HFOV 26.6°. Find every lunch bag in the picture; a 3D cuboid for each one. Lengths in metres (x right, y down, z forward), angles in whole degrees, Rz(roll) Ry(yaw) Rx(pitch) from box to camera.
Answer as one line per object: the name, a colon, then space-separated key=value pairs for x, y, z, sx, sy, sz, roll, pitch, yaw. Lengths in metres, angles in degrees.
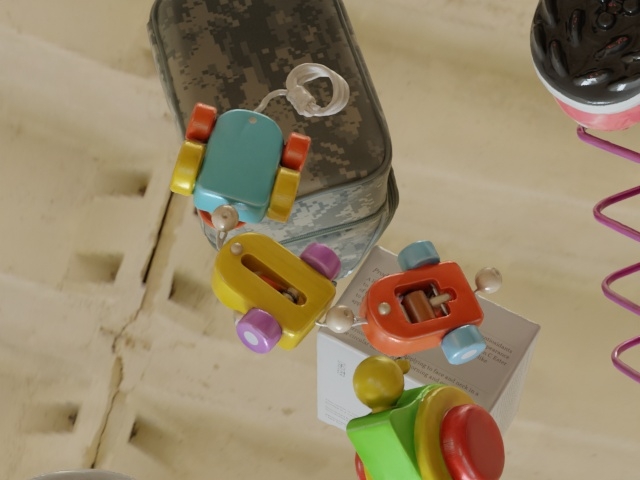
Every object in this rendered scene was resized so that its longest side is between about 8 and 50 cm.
lunch bag: x=-0.049 y=-0.114 z=1.443 sx=0.212 sy=0.256 sz=0.305 roll=-16 pitch=-114 yaw=-7

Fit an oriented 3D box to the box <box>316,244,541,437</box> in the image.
box: x=0.100 y=0.128 z=1.310 sx=0.181 sy=0.182 sz=0.119 roll=26 pitch=-120 yaw=17

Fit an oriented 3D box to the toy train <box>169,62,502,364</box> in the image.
toy train: x=0.000 y=0.000 z=0.629 sx=0.125 sy=0.046 sz=0.166 roll=-18 pitch=-116 yaw=-25

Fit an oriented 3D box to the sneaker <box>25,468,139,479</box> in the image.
sneaker: x=-0.247 y=0.243 z=0.929 sx=0.295 sy=0.147 sz=0.105 roll=-19 pitch=-98 yaw=-45

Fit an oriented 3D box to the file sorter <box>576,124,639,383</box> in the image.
file sorter: x=0.324 y=-0.029 z=1.053 sx=0.202 sy=0.182 sz=0.291 roll=-19 pitch=-68 yaw=-17

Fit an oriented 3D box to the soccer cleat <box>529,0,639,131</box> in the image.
soccer cleat: x=0.233 y=-0.204 z=0.781 sx=0.108 sy=0.116 sz=0.318 roll=34 pitch=-89 yaw=20

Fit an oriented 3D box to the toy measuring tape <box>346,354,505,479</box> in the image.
toy measuring tape: x=0.118 y=0.227 z=1.109 sx=0.121 sy=0.121 sz=0.330 roll=-35 pitch=-74 yaw=-23
